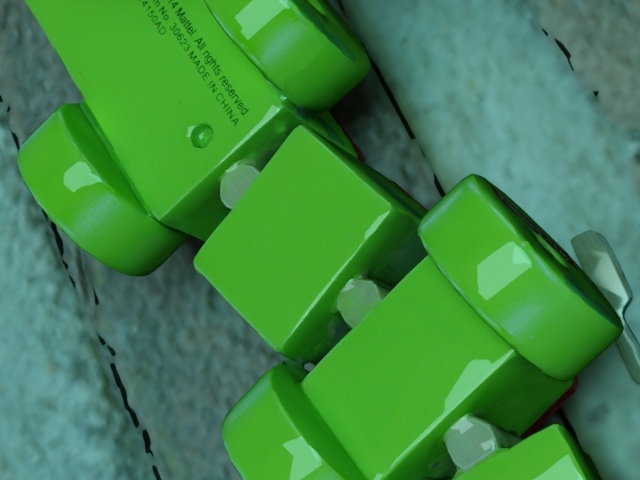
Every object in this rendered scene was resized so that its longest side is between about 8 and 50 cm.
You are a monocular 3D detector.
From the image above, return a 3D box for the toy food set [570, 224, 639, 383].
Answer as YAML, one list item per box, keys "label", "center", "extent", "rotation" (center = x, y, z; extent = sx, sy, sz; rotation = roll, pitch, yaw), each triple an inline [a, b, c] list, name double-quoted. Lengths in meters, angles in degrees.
- label: "toy food set"
  center: [0.142, -0.005, 0.482]
  extent: [0.122, 0.019, 0.078]
  rotation: [-28, 68, 18]

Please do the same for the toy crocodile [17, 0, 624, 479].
- label: "toy crocodile"
  center: [0.000, 0.000, 0.513]
  extent: [0.115, 0.105, 0.340]
  rotation: [-46, 59, 11]
